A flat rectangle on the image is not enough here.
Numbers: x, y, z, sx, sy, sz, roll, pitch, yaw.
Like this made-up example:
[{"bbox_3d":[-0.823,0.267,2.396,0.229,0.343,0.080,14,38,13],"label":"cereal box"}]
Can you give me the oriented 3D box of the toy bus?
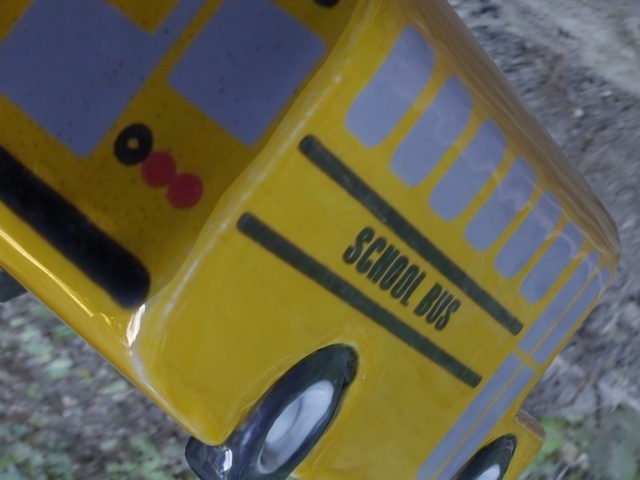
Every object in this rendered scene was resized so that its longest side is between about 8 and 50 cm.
[{"bbox_3d":[0.000,0.000,0.526,0.108,0.333,0.130,37,91,24],"label":"toy bus"}]
